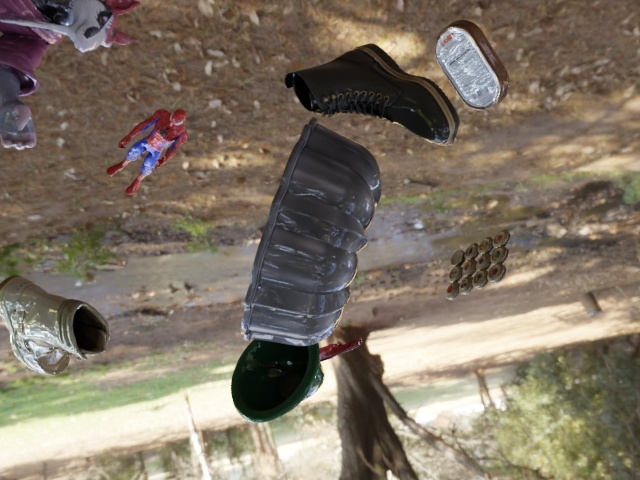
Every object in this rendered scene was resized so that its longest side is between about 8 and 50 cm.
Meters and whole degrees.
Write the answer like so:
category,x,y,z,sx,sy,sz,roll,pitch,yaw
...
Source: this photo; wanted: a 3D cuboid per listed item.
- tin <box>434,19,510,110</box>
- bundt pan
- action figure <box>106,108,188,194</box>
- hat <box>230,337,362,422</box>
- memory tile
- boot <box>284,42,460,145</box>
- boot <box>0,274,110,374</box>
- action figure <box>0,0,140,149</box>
category,x,y,z,sx,sy,sz,roll,pitch,yaw
tin,0.306,-0.353,1.023,0.040,0.190,0.106,-39,-174,-38
bundt pan,0.000,0.000,0.725,0.124,0.331,0.331,17,160,2
action figure,-0.368,-0.171,1.030,0.280,0.091,0.139,-32,-160,37
hat,-0.024,0.255,0.895,0.208,0.173,0.183,-35,132,9
memory tile,0.286,0.045,0.923,0.012,0.113,0.148,31,147,-15
boot,0.060,-0.166,0.630,0.137,0.198,0.077,-26,143,-26
boot,-0.418,0.162,0.818,0.165,0.077,0.213,13,129,17
action figure,-0.377,-0.255,0.504,0.370,0.275,0.248,5,112,-34
